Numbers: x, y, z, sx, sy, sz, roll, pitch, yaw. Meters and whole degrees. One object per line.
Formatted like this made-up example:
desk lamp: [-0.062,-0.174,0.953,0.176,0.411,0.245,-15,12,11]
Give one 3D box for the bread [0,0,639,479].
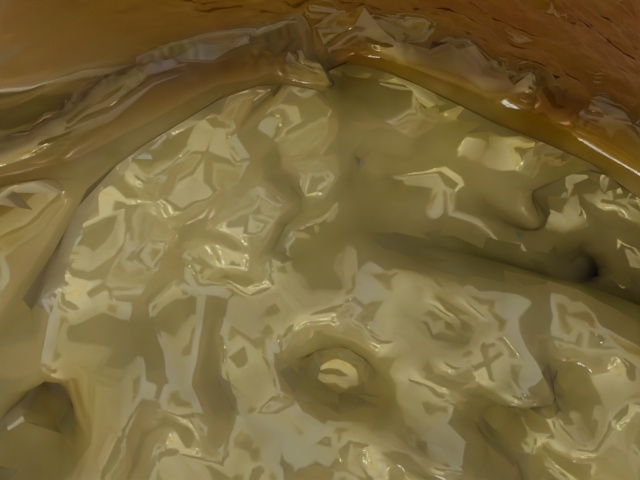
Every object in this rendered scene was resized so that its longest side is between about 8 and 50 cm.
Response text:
bread: [0.000,0.000,0.580,0.250,0.361,0.394,-54,18,24]
